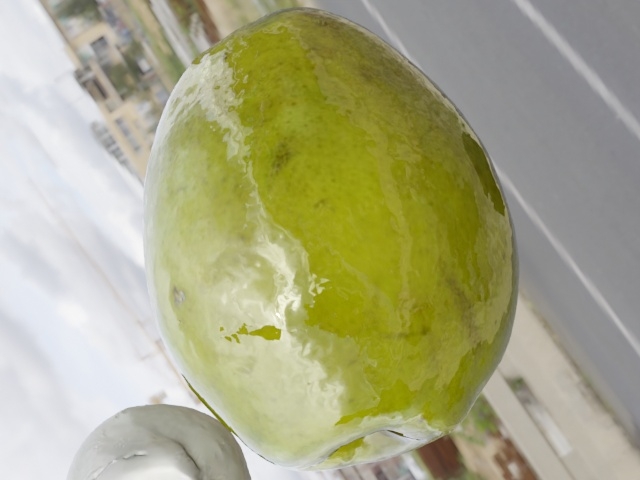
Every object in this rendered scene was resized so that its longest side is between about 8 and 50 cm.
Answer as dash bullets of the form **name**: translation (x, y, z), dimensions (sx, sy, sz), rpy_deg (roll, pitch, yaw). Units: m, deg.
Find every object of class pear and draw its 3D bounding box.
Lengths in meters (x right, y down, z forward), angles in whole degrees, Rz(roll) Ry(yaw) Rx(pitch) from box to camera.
- **pear**: translation (0.000, 0.000, 0.739), dimensions (0.253, 0.253, 0.307), rpy_deg (61, -172, -65)

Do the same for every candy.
- **candy**: translation (-0.219, 0.362, 1.500), dimensions (0.295, 0.295, 0.185), rpy_deg (57, -167, 5)
